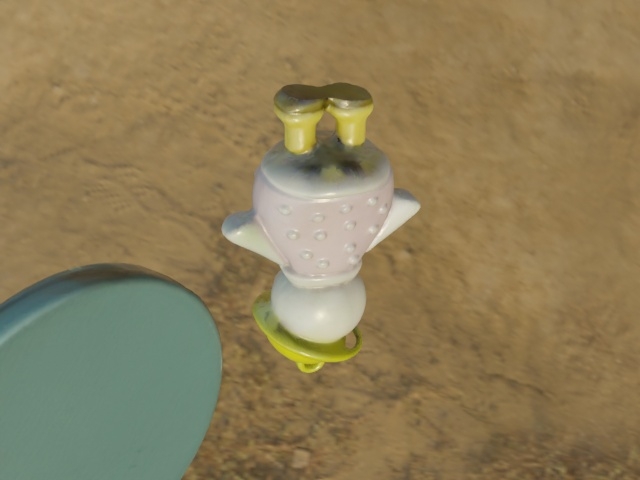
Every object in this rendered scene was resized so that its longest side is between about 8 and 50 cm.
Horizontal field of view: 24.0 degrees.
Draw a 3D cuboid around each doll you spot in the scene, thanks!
[{"bbox_3d":[0.000,0.000,0.946,0.081,0.129,0.207,-123,31,-51],"label":"doll"}]

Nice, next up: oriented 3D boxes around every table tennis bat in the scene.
[{"bbox_3d":[-0.123,0.114,0.596,0.038,0.149,0.237,33,95,35],"label":"table tennis bat"}]
